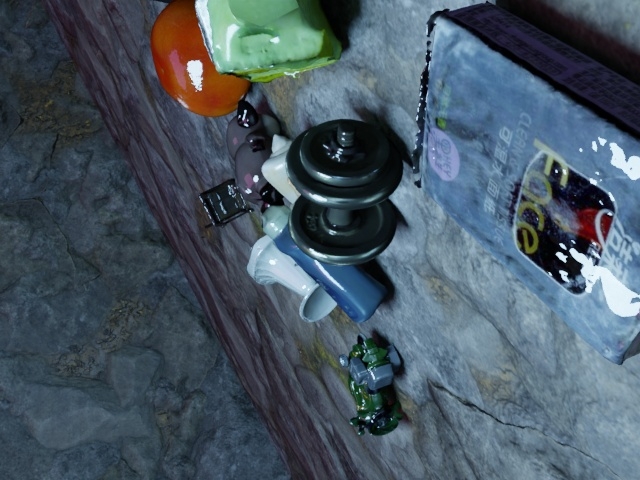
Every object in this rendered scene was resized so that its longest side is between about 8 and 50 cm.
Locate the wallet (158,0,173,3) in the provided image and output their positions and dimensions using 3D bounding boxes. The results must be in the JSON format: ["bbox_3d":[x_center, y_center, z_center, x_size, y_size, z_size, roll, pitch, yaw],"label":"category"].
[{"bbox_3d":[-0.415,-0.684,1.787,0.406,0.062,0.228,35,145,54],"label":"wallet"}]

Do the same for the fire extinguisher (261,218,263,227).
[{"bbox_3d":[-0.107,-0.051,1.845,0.157,0.045,0.078,28,112,59],"label":"fire extinguisher"}]

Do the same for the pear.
[{"bbox_3d":[-0.078,-0.391,1.151,0.286,0.176,0.282,-58,-43,-80],"label":"pear"}]

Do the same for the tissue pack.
[{"bbox_3d":[0.255,-0.074,0.815,0.361,0.122,0.259,50,153,38],"label":"tissue pack"}]

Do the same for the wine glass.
[{"bbox_3d":[-0.050,0.075,1.713,0.196,0.165,0.165,39,150,33],"label":"wine glass"}]

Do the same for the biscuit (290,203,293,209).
[{"bbox_3d":[0.000,0.000,1.622,0.219,0.055,0.061,60,170,7],"label":"biscuit"}]

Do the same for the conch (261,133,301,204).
[{"bbox_3d":[0.000,-0.110,1.443,0.255,0.127,0.158,43,167,-22],"label":"conch"}]

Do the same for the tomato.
[{"bbox_3d":[-0.256,-0.385,1.597,0.260,0.180,0.260,47,153,33],"label":"tomato"}]

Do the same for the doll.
[{"bbox_3d":[-0.130,-0.171,1.577,0.182,0.117,0.257,95,163,-51],"label":"doll"}]

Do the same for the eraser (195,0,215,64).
[{"bbox_3d":[-0.168,-0.412,1.378,0.210,0.068,0.125,-85,-20,-60],"label":"eraser"}]

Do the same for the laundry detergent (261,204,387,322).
[{"bbox_3d":[-0.003,0.039,1.478,0.290,0.094,0.143,41,177,-2],"label":"laundry detergent"}]

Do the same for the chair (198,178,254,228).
[{"bbox_3d":[-0.280,-0.100,2.110,0.229,0.106,0.113,4,120,66],"label":"chair"}]

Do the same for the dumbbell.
[{"bbox_3d":[0.037,-0.077,1.241,0.192,0.192,0.290,50,154,33],"label":"dumbbell"}]

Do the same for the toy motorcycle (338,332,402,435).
[{"bbox_3d":[0.113,0.323,1.657,0.275,0.124,0.187,93,154,-53],"label":"toy motorcycle"}]
